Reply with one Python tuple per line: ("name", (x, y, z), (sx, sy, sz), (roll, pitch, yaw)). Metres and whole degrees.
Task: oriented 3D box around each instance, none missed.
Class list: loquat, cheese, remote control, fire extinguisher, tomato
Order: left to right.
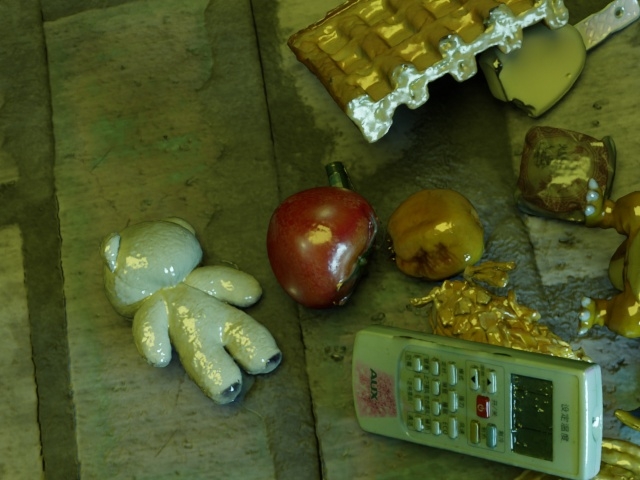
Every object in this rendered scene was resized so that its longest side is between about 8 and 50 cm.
("tomato", (0.000, 0.000, 2.045), (0.167, 0.167, 0.167), (-4, 68, 11))
("fire extinguisher", (0.032, -0.069, 2.137), (0.038, 0.025, 0.083), (-7, 65, -15))
("loquat", (0.152, -0.004, 2.038), (0.137, 0.113, 0.137), (-4, 78, 20))
("remote control", (0.187, 0.195, 1.892), (0.344, 0.050, 0.145), (7, 106, 37))
("cheese", (0.341, -0.265, 2.115), (0.255, 0.127, 0.050), (-31, 23, -14))

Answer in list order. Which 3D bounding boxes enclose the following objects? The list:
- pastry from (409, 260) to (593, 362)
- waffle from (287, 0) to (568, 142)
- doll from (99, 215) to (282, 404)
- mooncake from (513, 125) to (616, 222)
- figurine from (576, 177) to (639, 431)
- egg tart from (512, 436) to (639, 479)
("pastry", (0.233, 0.127, 1.945), (0.102, 0.154, 0.250), (-33, 64, -31))
("waffle", (0.143, -0.298, 2.108), (0.348, 0.077, 0.304), (-30, 31, 0))
("doll", (-0.184, 0.101, 2.080), (0.278, 0.175, 0.149), (49, 123, 16))
("mooncake", (0.328, -0.088, 2.053), (0.129, 0.073, 0.125), (8, 72, 18))
("figurine", (0.516, 0.018, 1.865), (0.387, 0.268, 0.401), (3, 65, 17))
("egg tart", (0.327, 0.372, 1.846), (0.290, 0.115, 0.290), (-5, 66, 12))
